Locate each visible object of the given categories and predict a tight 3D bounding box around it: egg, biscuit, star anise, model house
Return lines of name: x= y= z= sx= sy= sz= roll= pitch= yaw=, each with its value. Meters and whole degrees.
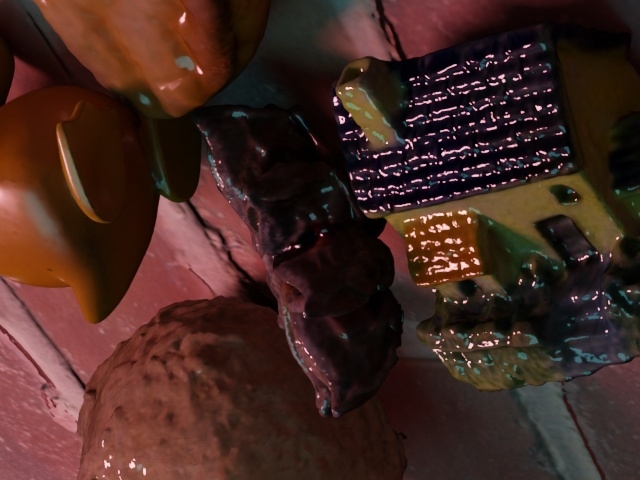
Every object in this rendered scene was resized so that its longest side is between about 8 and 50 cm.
egg: x=-0.068 y=0.190 z=1.572 sx=0.279 sy=0.279 sz=0.310 roll=10 pitch=115 yaw=22
biscuit: x=-0.137 y=-0.194 z=1.246 sx=0.213 sy=0.091 sz=0.274 roll=-10 pitch=131 yaw=44
star anise: x=0.000 y=-0.001 z=1.358 sx=0.109 sy=0.236 sz=0.223 roll=-27 pitch=133 yaw=-3
model house: x=0.118 y=-0.039 z=1.227 sx=0.194 sy=0.170 sz=0.211 roll=-12 pitch=131 yaw=45

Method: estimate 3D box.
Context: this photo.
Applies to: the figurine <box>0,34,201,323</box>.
figurine: x=-0.216 y=-0.039 z=1.413 sx=0.228 sy=0.215 sz=0.215 roll=22 pitch=148 yaw=26
